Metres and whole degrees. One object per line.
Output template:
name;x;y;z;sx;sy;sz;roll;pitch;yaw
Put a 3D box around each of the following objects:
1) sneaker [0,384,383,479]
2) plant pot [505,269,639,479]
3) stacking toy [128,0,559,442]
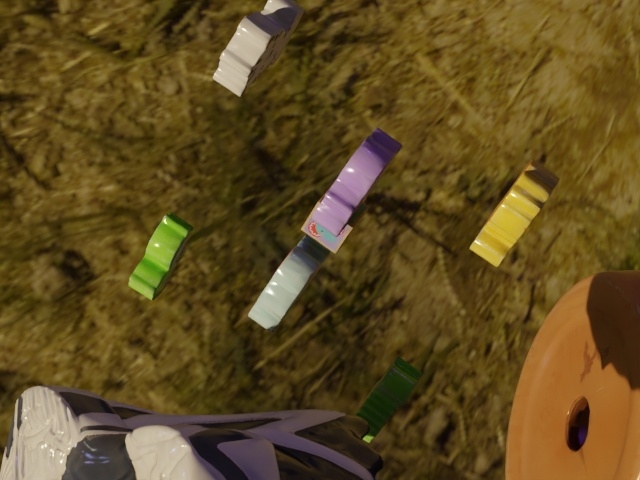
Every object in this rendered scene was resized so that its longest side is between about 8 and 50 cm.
sneaker;-0.049;0.121;0.679;0.235;0.153;0.094;-14;66;55
plant pot;0.252;0.138;0.948;0.204;0.291;0.290;13;107;-15
stacking toy;0.000;0.000;0.749;0.167;0.052;0.221;34;130;4
